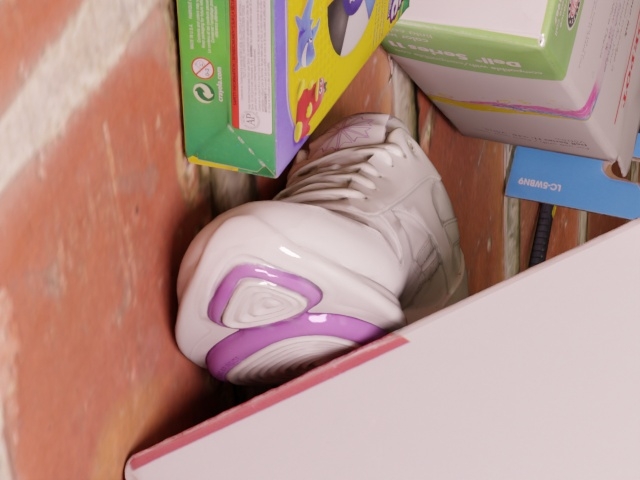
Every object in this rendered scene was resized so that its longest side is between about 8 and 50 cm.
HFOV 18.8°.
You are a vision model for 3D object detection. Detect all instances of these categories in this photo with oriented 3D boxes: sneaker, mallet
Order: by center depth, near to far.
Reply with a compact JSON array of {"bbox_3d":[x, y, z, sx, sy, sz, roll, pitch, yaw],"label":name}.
[{"bbox_3d":[0.000,0.000,0.990,0.305,0.114,0.152,25,57,-71],"label":"sneaker"},{"bbox_3d":[0.177,0.044,1.633,0.062,0.039,0.190,45,53,-66],"label":"mallet"}]

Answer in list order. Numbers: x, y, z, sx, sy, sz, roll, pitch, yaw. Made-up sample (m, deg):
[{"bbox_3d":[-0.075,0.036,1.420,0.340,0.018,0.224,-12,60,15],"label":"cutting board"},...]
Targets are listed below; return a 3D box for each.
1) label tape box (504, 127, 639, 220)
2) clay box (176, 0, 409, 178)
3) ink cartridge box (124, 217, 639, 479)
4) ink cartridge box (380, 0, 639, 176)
[{"bbox_3d":[0.303,-0.166,1.555,0.106,0.240,0.334,32,71,-73],"label":"label tape box"},{"bbox_3d":[-0.002,-0.140,0.934,0.222,0.053,0.127,-54,150,-51],"label":"clay box"},{"bbox_3d":[0.100,0.163,1.026,0.160,0.279,0.385,66,6,21],"label":"ink cartridge box"},{"bbox_3d":[0.141,-0.177,1.241,0.353,0.119,0.207,35,67,-70],"label":"ink cartridge box"}]
